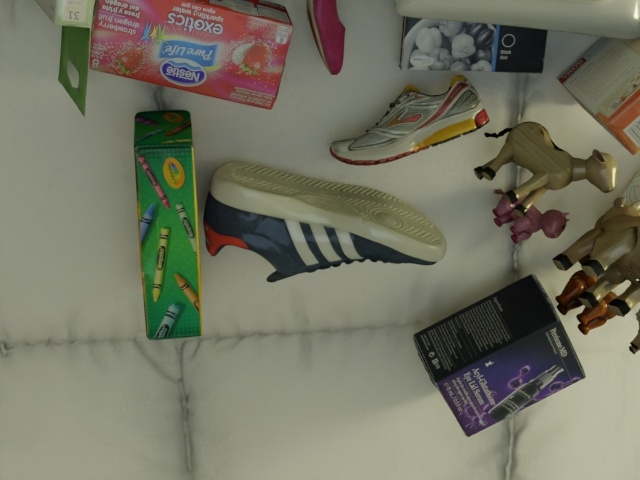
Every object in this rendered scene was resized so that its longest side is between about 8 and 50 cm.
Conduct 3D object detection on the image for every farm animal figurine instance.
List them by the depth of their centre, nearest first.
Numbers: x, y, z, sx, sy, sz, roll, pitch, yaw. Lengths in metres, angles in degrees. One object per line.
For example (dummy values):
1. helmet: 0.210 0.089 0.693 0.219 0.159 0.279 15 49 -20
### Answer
1. farm animal figurine: 0.396 -0.014 1.920 0.172 0.327 0.330 -39 119 -8

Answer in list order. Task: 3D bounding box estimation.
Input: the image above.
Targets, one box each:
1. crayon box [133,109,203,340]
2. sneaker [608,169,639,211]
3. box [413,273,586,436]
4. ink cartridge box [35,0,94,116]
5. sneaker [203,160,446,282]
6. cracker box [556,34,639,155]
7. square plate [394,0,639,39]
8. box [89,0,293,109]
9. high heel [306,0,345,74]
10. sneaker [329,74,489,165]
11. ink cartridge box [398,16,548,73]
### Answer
1. crayon box: -0.209 -0.024 1.899 0.081 0.165 0.279 -3 111 -6
2. sneaker: 0.471 -0.064 2.030 0.053 0.061 0.152 28 125 -24
3. box: 0.266 0.171 2.043 0.207 0.108 0.153 -28 132 6
4. ink cartridge box: -0.333 -0.297 1.771 0.056 0.171 0.235 2 112 -24
5. sneaker: 0.000 0.000 1.965 0.350 0.131 0.148 15 116 -7
6. cracker box: 0.427 -0.221 1.861 0.155 0.232 0.067 -42 112 10
7. square plate: 0.282 -0.453 1.803 0.343 0.049 0.347 5 95 -7
8. box: -0.176 -0.271 1.825 0.256 0.128 0.123 12 109 -12
9. high heel: 0.035 -0.349 1.852 0.117 0.082 0.244 -12 104 -3
10. sneaker: 0.118 -0.166 1.938 0.225 0.088 0.093 -20 92 1
11. ink cartridge box: 0.216 -0.335 1.893 0.206 0.045 0.208 0 110 -7
